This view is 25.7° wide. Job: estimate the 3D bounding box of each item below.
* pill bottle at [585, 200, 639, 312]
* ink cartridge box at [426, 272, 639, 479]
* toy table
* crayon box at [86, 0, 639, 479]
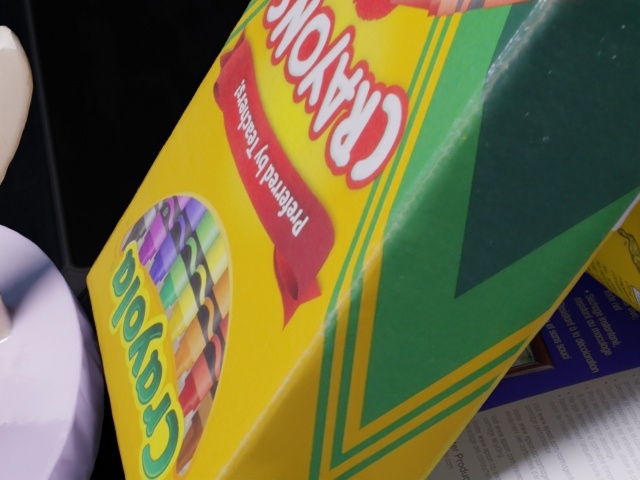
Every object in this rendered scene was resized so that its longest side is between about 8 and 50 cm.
[{"bbox_3d":[0.168,-0.008,0.514,0.117,0.118,0.208,-33,40,-12],"label":"pill bottle"},{"bbox_3d":[0.121,0.068,0.567,0.208,0.045,0.206,-17,37,-1],"label":"ink cartridge box"},{"bbox_3d":[-0.213,0.029,0.643,0.252,0.161,0.274,-36,37,-13],"label":"toy table"},{"bbox_3d":[0.000,0.000,0.552,0.319,0.081,0.202,-57,30,20],"label":"crayon box"}]
